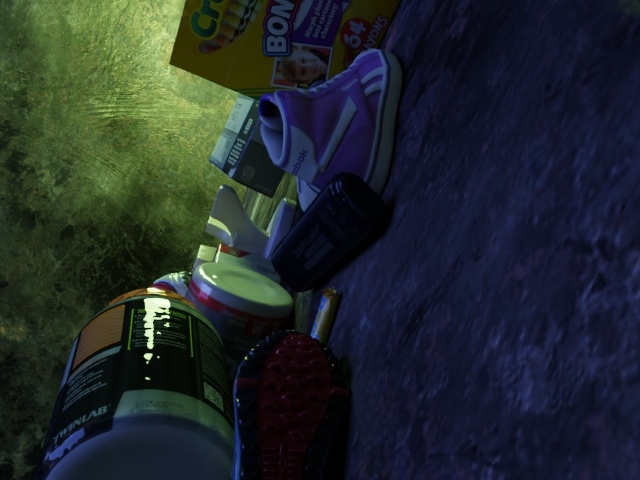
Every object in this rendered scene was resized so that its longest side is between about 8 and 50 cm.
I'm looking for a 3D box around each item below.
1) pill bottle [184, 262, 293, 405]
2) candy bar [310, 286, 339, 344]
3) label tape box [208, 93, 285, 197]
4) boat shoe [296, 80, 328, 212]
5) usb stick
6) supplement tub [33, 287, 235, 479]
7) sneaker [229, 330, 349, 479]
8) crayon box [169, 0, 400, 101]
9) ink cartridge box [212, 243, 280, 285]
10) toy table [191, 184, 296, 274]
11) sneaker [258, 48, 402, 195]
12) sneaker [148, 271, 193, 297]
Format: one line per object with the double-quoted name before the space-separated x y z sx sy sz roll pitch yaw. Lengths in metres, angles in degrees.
"pill bottle" -0.163 0.192 0.937 0.161 0.161 0.283 -116 47 -74
"candy bar" -0.010 0.130 0.690 0.040 0.018 0.162 168 120 -76
"label tape box" -0.099 -0.277 1.256 0.334 0.105 0.240 -64 25 5
"boat shoe" -0.001 -0.146 0.915 0.084 0.095 0.258 -54 19 42
"usb stick" 0.000 0.000 0.729 0.045 0.077 0.278 -38 -3 -26
"supplement tub" -0.196 0.187 0.683 0.316 0.193 0.194 -121 51 -65
"sneaker" -0.048 0.203 0.536 0.125 0.104 0.262 119 166 -45
"crayon box" -0.043 -0.400 0.980 0.106 0.313 0.363 -86 19 -53
"ink cartridge box" -0.142 0.089 1.094 0.175 0.127 0.072 -96 28 -65
"toy table" -0.175 0.015 1.295 0.252 0.160 0.274 -119 49 -75
"sneaker" 0.011 -0.176 0.752 0.282 0.161 0.102 -81 14 -46
"sneaker" -0.238 0.189 1.122 0.107 0.118 0.279 -86 -25 -73
